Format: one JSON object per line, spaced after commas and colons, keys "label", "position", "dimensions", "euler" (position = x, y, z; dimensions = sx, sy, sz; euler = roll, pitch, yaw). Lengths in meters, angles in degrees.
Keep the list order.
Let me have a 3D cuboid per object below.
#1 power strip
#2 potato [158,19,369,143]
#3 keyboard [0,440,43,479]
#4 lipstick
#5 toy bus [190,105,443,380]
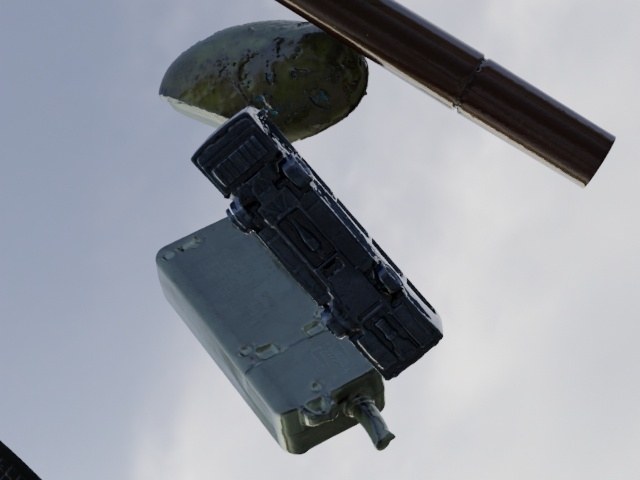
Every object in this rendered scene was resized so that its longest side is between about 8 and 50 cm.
{"label": "power strip", "position": [-0.031, 0.082, 1.167], "dimensions": [0.093, 0.288, 0.053], "euler": [-24, -47, -18]}
{"label": "potato", "position": [-0.057, -0.147, 1.315], "dimensions": [0.054, 0.198, 0.119], "euler": [34, -114, -65]}
{"label": "keyboard", "position": [-0.337, 0.320, 1.701], "dimensions": [0.103, 0.381, 0.041], "euler": [-49, -1, 14]}
{"label": "lipstick", "position": [0.084, -0.158, 1.256], "dimensions": [0.057, 0.357, 0.057], "euler": [-57, -2, -3]}
{"label": "toy bus", "position": [0.000, 0.000, 0.809], "dimensions": [0.047, 0.065, 0.166], "euler": [-39, -82, 11]}
